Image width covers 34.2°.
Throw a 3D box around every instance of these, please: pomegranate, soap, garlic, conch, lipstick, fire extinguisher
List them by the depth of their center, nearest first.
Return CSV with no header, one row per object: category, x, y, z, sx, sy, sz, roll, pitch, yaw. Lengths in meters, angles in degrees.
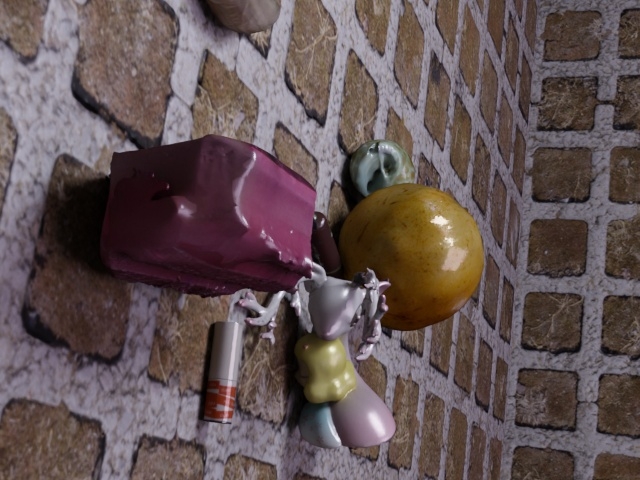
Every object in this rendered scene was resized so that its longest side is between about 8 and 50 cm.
soap,-0.121,-0.016,1.132,0.325,0.220,0.127,22,62,-67
garlic,-0.100,-0.324,1.338,0.195,0.087,0.101,48,34,-57
lipstick,-0.127,0.172,1.356,0.038,0.038,0.131,34,60,-65
fire extinguisher,0.000,0.000,1.667,0.064,0.043,0.158,-110,180,-46
pomegranate,0.155,0.021,1.766,0.264,0.264,0.264,1,90,-69
conch,0.108,-0.123,1.863,0.173,0.106,0.116,23,92,-48

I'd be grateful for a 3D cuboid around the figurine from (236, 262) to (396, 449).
figurine,0.026,0.159,1.550,0.284,0.206,0.316,-61,142,-70
